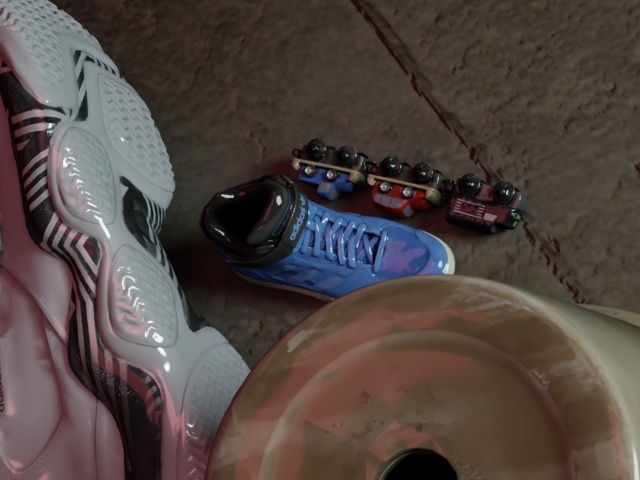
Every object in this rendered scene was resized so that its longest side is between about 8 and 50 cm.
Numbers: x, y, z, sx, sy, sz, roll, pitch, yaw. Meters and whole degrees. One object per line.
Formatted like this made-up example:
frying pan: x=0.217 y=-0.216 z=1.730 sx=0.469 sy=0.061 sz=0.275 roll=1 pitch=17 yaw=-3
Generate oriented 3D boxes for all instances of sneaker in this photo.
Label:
sneaker: x=0.000 y=0.001 z=1.008 sx=0.152 sy=0.084 sz=0.058 roll=10 pitch=72 yaw=26
sneaker: x=-0.180 y=0.042 z=0.996 sx=0.210 sy=0.137 sz=0.366 roll=-28 pitch=78 yaw=18

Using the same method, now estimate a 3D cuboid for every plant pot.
plant pot: x=0.087 y=0.152 z=0.796 sx=0.323 sy=0.280 sz=0.323 roll=-8 pitch=66 yaw=19

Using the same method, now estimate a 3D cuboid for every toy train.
toy train: x=0.050 y=-0.032 z=1.037 sx=0.158 sy=0.027 sz=0.036 roll=15 pitch=85 yaw=27
